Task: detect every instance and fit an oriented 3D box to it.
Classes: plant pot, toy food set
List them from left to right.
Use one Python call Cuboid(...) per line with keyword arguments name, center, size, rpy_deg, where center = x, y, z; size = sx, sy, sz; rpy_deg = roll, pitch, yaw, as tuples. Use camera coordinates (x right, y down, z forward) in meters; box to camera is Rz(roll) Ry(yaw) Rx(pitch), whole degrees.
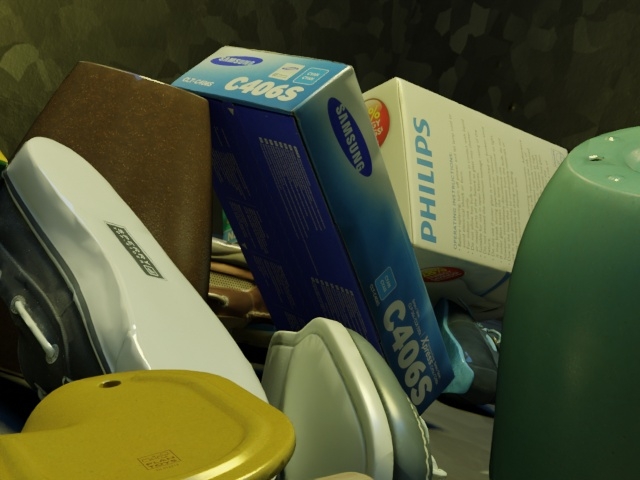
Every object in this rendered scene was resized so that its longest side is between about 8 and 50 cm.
Cuboid(name="plant pot", center=(-0.172, -0.017, 0.832), size=(0.215, 0.231, 0.215), rpy_deg=(16, 2, -1))
Cuboid(name="toy food set", center=(-0.073, 0.116, 0.445), size=(0.128, 0.071, 0.218), rpy_deg=(-11, 12, -24))
Cuboid(name="plant pot", center=(0.254, 0.055, 0.687), size=(0.292, 0.235, 0.293), rpy_deg=(-5, 21, 2))

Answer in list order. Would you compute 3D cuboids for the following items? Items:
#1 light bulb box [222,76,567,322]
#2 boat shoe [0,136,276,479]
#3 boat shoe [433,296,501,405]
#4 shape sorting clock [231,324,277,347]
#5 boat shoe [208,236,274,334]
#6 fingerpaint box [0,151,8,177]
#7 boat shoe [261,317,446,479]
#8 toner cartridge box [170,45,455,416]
Cuboid(name="light bulb box", center=(0.108, -0.018, 1.449), size=(0.361, 0.225, 0.357), rpy_deg=(14, -25, -42))
Cuboid(name="boat shoe", center=(-0.135, 0.061, 0.643), size=(0.301, 0.102, 0.108), rpy_deg=(49, 15, 32))
Cuboid(name="boat shoe", center=(0.174, 0.150, 1.284), size=(0.089, 0.109, 0.258), rpy_deg=(23, 17, -7))
Cuboid(name="shape sorting clock", center=(-0.107, 0.087, 1.224), size=(0.206, 0.040, 0.206), rpy_deg=(18, 7, -2))
Cuboid(name="boat shoe", center=(-0.130, 0.050, 1.079), size=(0.324, 0.117, 0.123), rpy_deg=(23, -8, -22))
Cuboid(name="fingerpaint box", center=(-0.491, -0.129, 0.773), size=(0.371, 0.163, 0.445), rpy_deg=(19, 15, -42))
Cuboid(name="boat shoe", center=(0.026, 0.109, 0.621), size=(0.099, 0.116, 0.319), rpy_deg=(12, -3, -10))
Cuboid(name="toner cartridge box", center=(0.000, 0.000, 0.946), size=(0.165, 0.075, 0.348), rpy_deg=(17, -41, 43))
